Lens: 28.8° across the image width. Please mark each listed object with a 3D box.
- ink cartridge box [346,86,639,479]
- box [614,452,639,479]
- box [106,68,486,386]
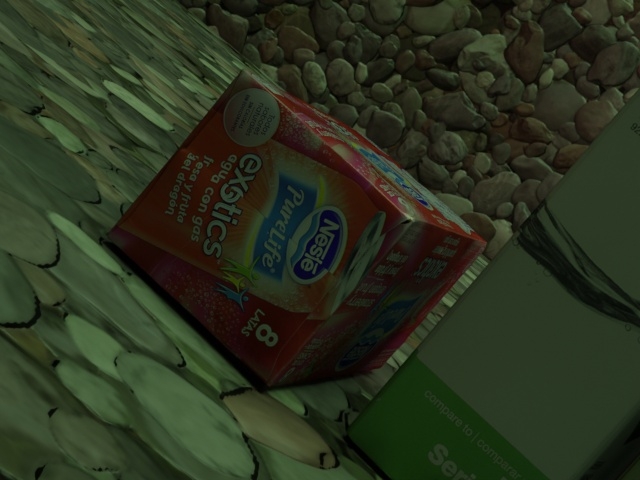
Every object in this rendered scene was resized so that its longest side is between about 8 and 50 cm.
[{"bbox_3d":[0.169,0.050,0.727,0.115,0.273,0.198,43,9,22],"label":"ink cartridge box"},{"bbox_3d":[0.272,0.244,0.699,0.243,0.117,0.213,46,10,36],"label":"box"},{"bbox_3d":[0.000,0.000,0.761,0.128,0.122,0.257,42,8,14],"label":"box"}]
